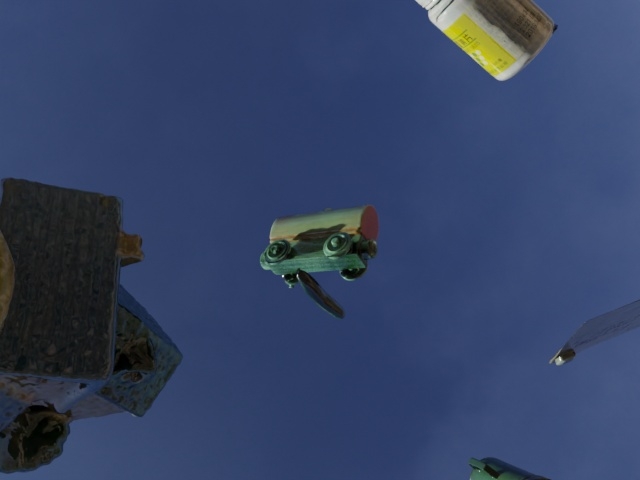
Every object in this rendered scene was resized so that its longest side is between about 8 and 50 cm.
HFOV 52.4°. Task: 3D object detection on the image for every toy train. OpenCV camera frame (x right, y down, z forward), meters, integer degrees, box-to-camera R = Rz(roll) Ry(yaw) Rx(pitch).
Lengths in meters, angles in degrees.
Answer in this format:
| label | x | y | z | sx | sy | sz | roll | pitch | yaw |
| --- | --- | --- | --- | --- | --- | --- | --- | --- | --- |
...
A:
| label | x | y | z | sx | sy | sz | roll | pitch | yaw |
| --- | --- | --- | --- | --- | --- | --- | --- | --- | --- |
| toy train | 0.000 | 0.000 | 1.429 | 0.116 | 0.285 | 0.177 | 51 | -136 | -41 |

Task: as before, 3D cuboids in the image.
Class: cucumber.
| label | x | y | z | sx | sy | sz | roll | pitch | yaw |
| --- | --- | --- | --- | --- | --- | --- | --- | --- | --- |
| cucumber | 0.000 | 0.116 | 1.344 | 0.184 | 0.036 | 0.033 | 47 | -171 | -43 |

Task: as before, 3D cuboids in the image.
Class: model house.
| label | x | y | z | sx | sy | sz | roll | pitch | yaw |
| --- | --- | --- | --- | --- | --- | --- | --- | --- | --- |
| model house | -0.396 | 0.150 | 0.972 | 0.382 | 0.342 | 0.334 | 65 | -165 | -57 |

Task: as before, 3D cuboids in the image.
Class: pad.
| label | x | y | z | sx | sy | sz | roll | pitch | yaw |
| --- | --- | --- | --- | --- | --- | --- | --- | --- | --- |
| pad | 0.346 | 0.051 | 0.597 | 0.265 | 0.159 | 0.009 | -22 | -115 | -1 |

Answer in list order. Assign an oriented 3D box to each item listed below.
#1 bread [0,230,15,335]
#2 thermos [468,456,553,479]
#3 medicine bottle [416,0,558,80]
| label | x | y | z | sx | sy | sz | roll | pitch | yaw |
| --- | --- | --- | --- | --- | --- | --- | --- | --- | --- |
| bread | -0.406 | 0.080 | 0.645 | 0.158 | 0.156 | 0.260 | 43 | -92 | -20 |
| thermos | 0.261 | 0.353 | 0.919 | 0.083 | 0.187 | 0.073 | 8 | -99 | -11 |
| medicine bottle | 0.284 | -0.422 | 1.177 | 0.258 | 0.143 | 0.143 | 39 | -122 | -12 |
